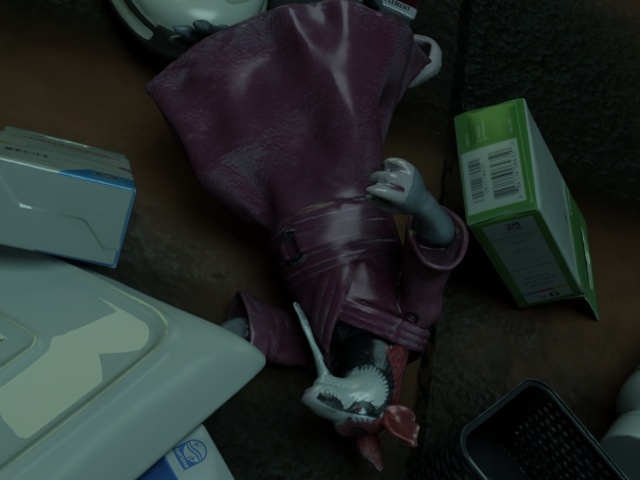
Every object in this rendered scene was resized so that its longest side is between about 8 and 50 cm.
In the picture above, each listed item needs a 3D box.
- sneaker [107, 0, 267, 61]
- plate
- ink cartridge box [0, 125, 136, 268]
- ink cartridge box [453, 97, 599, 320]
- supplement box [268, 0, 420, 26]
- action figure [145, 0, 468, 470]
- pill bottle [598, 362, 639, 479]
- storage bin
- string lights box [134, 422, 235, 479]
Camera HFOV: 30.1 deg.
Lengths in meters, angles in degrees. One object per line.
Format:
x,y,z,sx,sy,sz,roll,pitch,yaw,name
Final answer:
-0.103,-0.389,1.044,0.169,0.257,0.448,5,60,-18,sneaker
-0.223,0.084,0.759,0.278,0.045,0.277,22,41,28,plate
-0.197,-0.037,0.888,0.104,0.181,0.062,13,99,-13,ink cartridge box
0.179,-0.015,1.017,0.062,0.209,0.109,-15,56,20,ink cartridge box
0.050,-0.300,1.163,0.130,0.073,0.239,23,55,-6,supplement box
0.000,0.000,0.943,0.275,0.248,0.370,11,61,-66,action figure
0.311,0.133,0.983,0.112,0.112,0.186,44,55,8,pill bottle
0.165,0.210,0.886,0.122,0.084,0.180,-27,72,-45,storage bin
-0.180,0.218,0.735,0.259,0.133,0.077,-24,73,-30,string lights box
